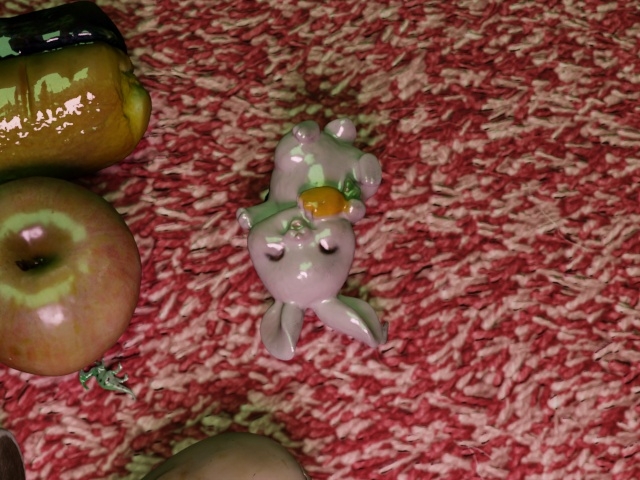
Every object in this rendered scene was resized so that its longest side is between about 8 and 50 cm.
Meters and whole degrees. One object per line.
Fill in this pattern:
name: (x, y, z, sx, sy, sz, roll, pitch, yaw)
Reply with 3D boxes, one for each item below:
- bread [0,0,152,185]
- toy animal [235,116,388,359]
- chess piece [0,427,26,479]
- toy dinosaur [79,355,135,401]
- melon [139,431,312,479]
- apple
bread: (-0.420, -0.171, 1.723, 0.376, 0.251, 0.208, -16, 54, -7)
toy animal: (-0.007, -0.003, 1.748, 0.208, 0.154, 0.325, -8, 83, -13)
chess piece: (-0.533, 0.331, 1.652, 0.271, 0.139, 0.139, -12, 74, 6)
toy dinosaur: (-0.296, 0.196, 1.743, 0.062, 0.021, 0.083, -26, 72, -2)
melon: (-0.150, 0.380, 1.590, 0.317, 0.223, 0.223, -37, 78, -13)
apple: (-0.361, 0.051, 1.673, 0.257, 0.234, 0.257, 0, 71, -1)
